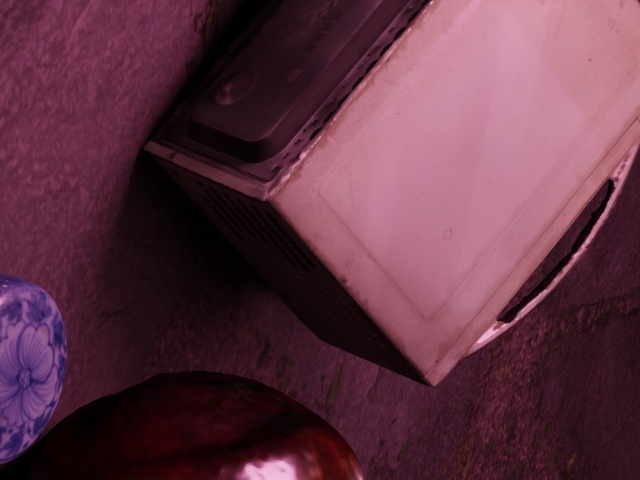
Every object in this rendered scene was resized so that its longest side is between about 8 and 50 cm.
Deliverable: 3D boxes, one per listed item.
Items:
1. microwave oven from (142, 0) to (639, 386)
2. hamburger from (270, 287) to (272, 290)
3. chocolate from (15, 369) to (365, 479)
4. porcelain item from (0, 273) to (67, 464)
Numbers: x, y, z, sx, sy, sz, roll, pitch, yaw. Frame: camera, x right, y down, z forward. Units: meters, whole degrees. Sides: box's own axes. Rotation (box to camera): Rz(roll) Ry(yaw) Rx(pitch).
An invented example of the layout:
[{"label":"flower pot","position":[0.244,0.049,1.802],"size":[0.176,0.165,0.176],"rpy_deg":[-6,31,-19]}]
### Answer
[{"label":"microwave oven","position":[0.088,-0.117,1.797],"size":[0.394,0.247,0.333],"rpy_deg":[-50,124,-13]},{"label":"hamburger","position":[0.000,0.000,1.991],"size":[0.138,0.083,0.147],"rpy_deg":[25,75,-57]},{"label":"chocolate","position":[-0.096,0.283,1.617],"size":[0.383,0.383,0.331],"rpy_deg":[0,100,-62]},{"label":"porcelain item","position":[-0.271,0.092,1.484],"size":[0.147,0.114,0.147],"rpy_deg":[-32,128,-53]}]
